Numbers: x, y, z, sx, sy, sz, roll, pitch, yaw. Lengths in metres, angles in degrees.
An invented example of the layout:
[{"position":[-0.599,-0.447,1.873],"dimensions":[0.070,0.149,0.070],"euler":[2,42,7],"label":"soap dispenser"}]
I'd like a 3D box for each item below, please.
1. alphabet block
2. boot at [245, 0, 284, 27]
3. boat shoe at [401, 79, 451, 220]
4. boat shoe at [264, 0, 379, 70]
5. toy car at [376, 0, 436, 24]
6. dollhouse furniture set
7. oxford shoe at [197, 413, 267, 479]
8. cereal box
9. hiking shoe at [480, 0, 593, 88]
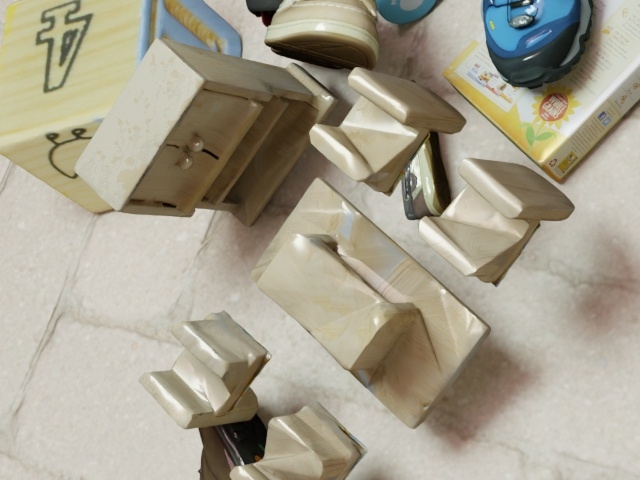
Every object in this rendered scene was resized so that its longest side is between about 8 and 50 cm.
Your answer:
[{"position":[-0.220,-0.167,1.732],"dimensions":[0.197,0.192,0.193],"euler":[-14,59,28],"label":"alphabet block"},{"position":[-0.074,-0.334,1.787],"dimensions":[0.088,0.176,0.244],"euler":[-12,20,-6],"label":"boot"},{"position":[0.092,-0.091,1.576],"dimensions":[0.049,0.056,0.152],"euler":[-19,58,19],"label":"boat shoe"},{"position":[0.007,-0.226,1.568],"dimensions":[0.109,0.302,0.098],"euler":[15,94,-5],"label":"boat shoe"},{"position":[0.052,-0.390,1.630],"dimensions":[0.210,0.238,0.219],"euler":[-37,53,12],"label":"toy car"},{"position":[0.000,0.000,1.497],"dimensions":[0.394,0.256,0.362],"euler":[42,108,23],"label":"dollhouse furniture set"},{"position":[-0.093,0.222,1.529],"dimensions":[0.096,0.083,0.227],"euler":[-43,49,16],"label":"oxford shoe"},{"position":[0.255,-0.195,1.525],"dimensions":[0.240,0.047,0.173],"euler":[-45,49,6],"label":"cereal box"},{"position":[0.186,-0.286,1.502],"dimensions":[0.113,0.132,0.304],"euler":[-15,56,30],"label":"hiking shoe"}]
